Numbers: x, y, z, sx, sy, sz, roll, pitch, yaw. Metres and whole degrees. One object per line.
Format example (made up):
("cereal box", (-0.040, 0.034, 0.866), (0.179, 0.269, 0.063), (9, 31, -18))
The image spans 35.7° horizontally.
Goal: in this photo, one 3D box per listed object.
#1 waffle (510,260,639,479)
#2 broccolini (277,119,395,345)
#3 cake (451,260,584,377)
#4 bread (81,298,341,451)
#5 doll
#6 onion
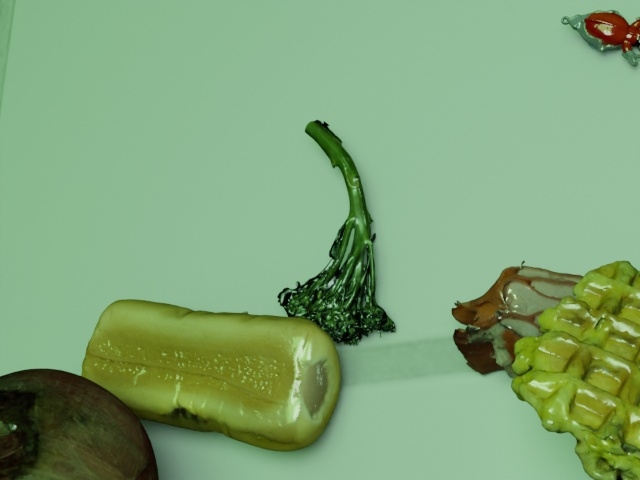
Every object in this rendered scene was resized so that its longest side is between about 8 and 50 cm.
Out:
("waffle", (0.324, 0.121, 0.801), (0.307, 0.060, 0.312), (-19, 42, -20))
("broccolini", (0.000, -0.008, 1.123), (0.123, 0.062, 0.272), (-13, 69, 5))
("cake", (0.257, 0.096, 0.932), (0.287, 0.135, 0.098), (10, 59, 19))
("bread", (-0.122, 0.144, 1.101), (0.305, 0.091, 0.142), (6, 74, 28))
("doll", (0.316, -0.225, 1.072), (0.114, 0.039, 0.057), (21, 107, 23))
("onion", (-0.316, 0.300, 0.990), (0.353, 0.353, 0.354), (-10, 66, 22))
